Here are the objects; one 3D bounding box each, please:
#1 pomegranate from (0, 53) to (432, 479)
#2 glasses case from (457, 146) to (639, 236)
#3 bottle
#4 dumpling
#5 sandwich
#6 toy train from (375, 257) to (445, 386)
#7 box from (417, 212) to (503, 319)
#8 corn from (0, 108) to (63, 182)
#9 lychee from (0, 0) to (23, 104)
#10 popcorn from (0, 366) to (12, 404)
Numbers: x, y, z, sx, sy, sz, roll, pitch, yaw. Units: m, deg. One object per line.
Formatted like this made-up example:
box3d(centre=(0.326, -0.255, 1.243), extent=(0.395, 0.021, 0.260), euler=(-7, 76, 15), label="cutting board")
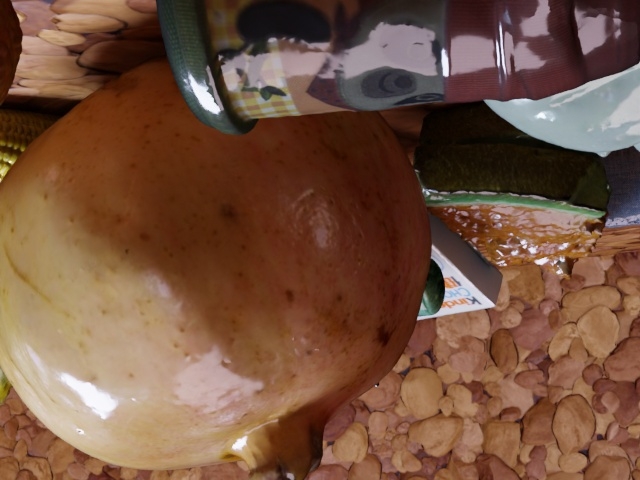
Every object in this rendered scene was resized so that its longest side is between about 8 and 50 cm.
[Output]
box3d(centre=(-0.074, 0.033, 1.012), extent=(0.338, 0.338, 0.338), euler=(-6, 173, -1), label="pomegranate")
box3d(centre=(0.243, -0.062, 1.387), extent=(0.282, 0.109, 0.067), euler=(-7, -179, 3), label="glasses case")
box3d(centre=(0.066, -0.129, 0.634), extent=(0.271, 0.143, 0.156), euler=(-5, -162, 10), label="bottle")
box3d(centre=(0.151, -0.128, 0.790), extent=(0.219, 0.108, 0.152), euler=(32, 135, -14), label="dumpling")
box3d(centre=(0.171, -0.049, 1.298), extent=(0.184, 0.109, 0.160), euler=(4, 149, 0), label="sandwich")
box3d(centre=(-0.075, 0.023, 1.304), extent=(0.368, 0.150, 0.237), euler=(-9, 129, 23), label="toy train")
box3d(centre=(0.000, 0.000, 1.413), extent=(0.273, 0.048, 0.265), euler=(-13, 136, 39), label="box")
box3d(centre=(-0.208, -0.068, 1.142), extent=(0.072, 0.072, 0.203), euler=(-12, 169, 35), label="corn")
box3d(centre=(-0.222, -0.106, 0.760), extent=(0.114, 0.140, 0.101), euler=(-51, 149, 18), label="lychee")
box3d(centre=(-0.405, 0.068, 1.291), extent=(0.247, 0.282, 0.282), euler=(4, 177, 20), label="popcorn")
